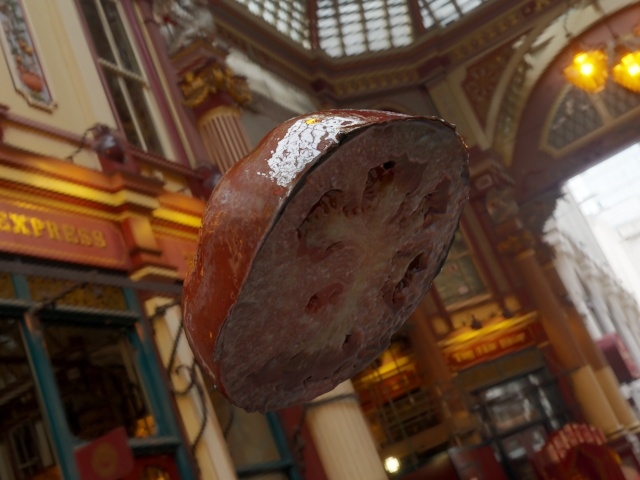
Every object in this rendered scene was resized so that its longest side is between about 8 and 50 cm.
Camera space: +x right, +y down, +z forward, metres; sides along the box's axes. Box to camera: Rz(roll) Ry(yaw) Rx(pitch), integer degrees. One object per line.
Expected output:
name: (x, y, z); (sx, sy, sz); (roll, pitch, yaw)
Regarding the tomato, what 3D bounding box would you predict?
tomato: (-0.002, 0.000, 0.584); (0.225, 0.085, 0.225); (-31, -38, -28)
